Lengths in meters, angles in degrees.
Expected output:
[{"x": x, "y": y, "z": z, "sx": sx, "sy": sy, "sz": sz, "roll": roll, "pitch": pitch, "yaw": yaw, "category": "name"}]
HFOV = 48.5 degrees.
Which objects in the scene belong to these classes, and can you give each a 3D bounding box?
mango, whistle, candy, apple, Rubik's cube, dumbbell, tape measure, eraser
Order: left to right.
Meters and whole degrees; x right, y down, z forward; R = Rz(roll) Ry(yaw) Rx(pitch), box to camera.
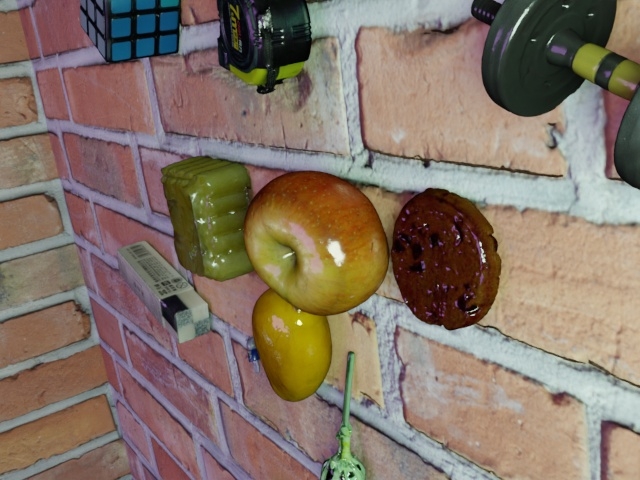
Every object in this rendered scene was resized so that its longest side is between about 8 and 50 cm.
[{"x": -0.388, "y": -0.476, "z": 1.444, "sx": 0.163, "sy": 0.162, "sz": 0.160, "roll": 51, "pitch": 143, "yaw": 34, "category": "Rubik's cube"}, {"x": -0.422, "y": 0.127, "z": 1.881, "sx": 0.404, "sy": 0.098, "sz": 0.096, "roll": 35, "pitch": 135, "yaw": 47, "category": "eraser"}, {"x": -0.145, "y": 0.250, "z": 1.562, "sx": 0.033, "sy": 0.029, "sz": 0.083, "roll": -22, "pitch": 79, "yaw": 44, "category": "whistle"}, {"x": -0.085, "y": -0.323, "z": 1.081, "sx": 0.186, "sy": 0.112, "sz": 0.199, "roll": 47, "pitch": 148, "yaw": 48, "category": "tape measure"}, {"x": -0.055, "y": 0.190, "z": 1.293, "sx": 0.176, "sy": 0.119, "sz": 0.316, "roll": 40, "pitch": 142, "yaw": 32, "category": "mango"}, {"x": 0.000, "y": 0.000, "z": 1.055, "sx": 0.235, "sy": 0.173, "sz": 0.210, "roll": 49, "pitch": 139, "yaw": 20, "category": "apple"}, {"x": 0.049, "y": 0.338, "z": 1.259, "sx": 0.091, "sy": 0.083, "sz": 0.305, "roll": 30, "pitch": 122, "yaw": 52, "category": "candy"}, {"x": 0.246, "y": -0.141, "z": 0.595, "sx": 0.325, "sy": 0.143, "sz": 0.143, "roll": 44, "pitch": 140, "yaw": 39, "category": "dumbbell"}]

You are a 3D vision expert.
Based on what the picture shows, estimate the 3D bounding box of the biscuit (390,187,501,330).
[{"x": 0.159, "y": 0.025, "z": 0.925, "sx": 0.192, "sy": 0.049, "sz": 0.191, "roll": 21, "pitch": 117, "yaw": 49, "category": "biscuit"}]

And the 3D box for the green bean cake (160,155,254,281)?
[{"x": -0.235, "y": -0.045, "z": 1.458, "sx": 0.233, "sy": 0.124, "sz": 0.236, "roll": 17, "pitch": 120, "yaw": 55, "category": "green bean cake"}]
